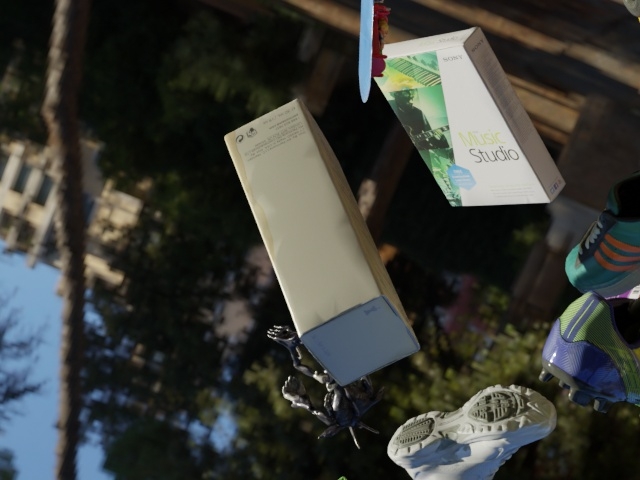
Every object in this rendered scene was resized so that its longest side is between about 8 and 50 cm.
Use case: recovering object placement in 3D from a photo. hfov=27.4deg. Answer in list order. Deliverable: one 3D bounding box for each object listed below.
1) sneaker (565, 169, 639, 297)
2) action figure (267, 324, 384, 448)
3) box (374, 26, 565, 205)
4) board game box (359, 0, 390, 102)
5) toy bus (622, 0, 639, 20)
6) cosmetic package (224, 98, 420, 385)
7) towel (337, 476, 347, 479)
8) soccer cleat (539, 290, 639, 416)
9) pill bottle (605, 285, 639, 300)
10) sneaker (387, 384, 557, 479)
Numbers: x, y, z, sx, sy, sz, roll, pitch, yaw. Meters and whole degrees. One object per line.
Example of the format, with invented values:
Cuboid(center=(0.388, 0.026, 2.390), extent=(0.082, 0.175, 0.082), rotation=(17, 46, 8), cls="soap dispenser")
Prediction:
Cuboid(center=(0.371, -0.022, 1.545), extent=(0.121, 0.108, 0.302), rotation=(42, 152, -9), cls="sneaker")
Cuboid(center=(0.015, 0.255, 2.455), extent=(0.141, 0.164, 0.276), rotation=(28, 148, 62), cls="action figure")
Cuboid(center=(0.239, -0.196, 2.176), extent=(0.232, 0.058, 0.322), rotation=(-2, 128, 50), cls="box")
Cuboid(center=(0.075, -0.264, 1.710), extent=(0.033, 0.169, 0.133), rotation=(0, -164, -5), cls="board game box")
Cuboid(center=(0.422, -0.225, 1.393), extent=(0.149, 0.211, 0.220), rotation=(-17, -161, -5), cls="toy bus")
Cuboid(center=(0.000, 0.000, 1.584), extent=(0.160, 0.113, 0.309), rotation=(55, -169, -55), cls="cosmetic package")
Cuboid(center=(0.019, 0.415, 1.899), extent=(0.023, 0.113, 0.152), rotation=(26, 156, 33), cls="towel")
Cuboid(center=(0.331, 0.115, 1.328), extent=(0.289, 0.121, 0.093), rotation=(14, -165, -48), cls="soccer cleat")
Cuboid(center=(0.498, 0.121, 1.908), extent=(0.181, 0.182, 0.323), rotation=(22, 175, -7), cls="pill bottle")
Cuboid(center=(0.209, 0.262, 1.683), extent=(0.115, 0.232, 0.090), rotation=(54, -146, -23), cls="sneaker")
